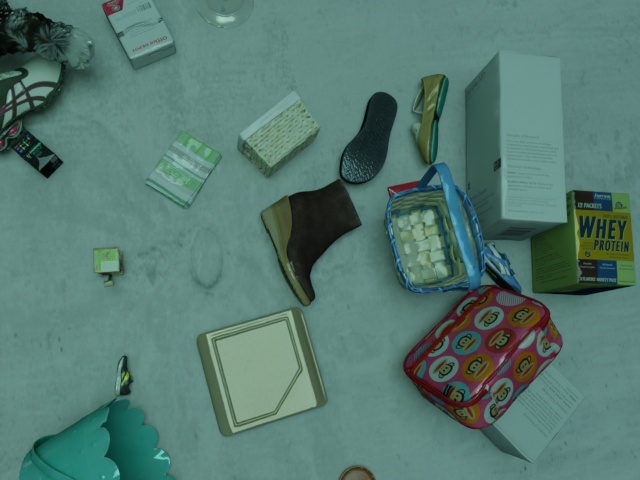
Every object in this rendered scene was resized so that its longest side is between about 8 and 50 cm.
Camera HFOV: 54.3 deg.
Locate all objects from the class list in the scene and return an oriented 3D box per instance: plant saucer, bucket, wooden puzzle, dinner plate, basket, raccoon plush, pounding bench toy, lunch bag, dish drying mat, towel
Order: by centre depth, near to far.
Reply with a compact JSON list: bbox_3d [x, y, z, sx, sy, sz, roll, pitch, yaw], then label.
[{"bbox_3d":[-0.402,0.449,1.151,0.183,0.281,0.281,-26,84,-4],"label":"bucket"},{"bbox_3d":[0.326,0.228,1.311,0.293,0.258,0.120,-42,118,-14],"label":"lunch bag"},{"bbox_3d":[0.245,-0.013,1.318,0.200,0.289,0.255,-12,84,-5],"label":"basket"},{"bbox_3d":[-0.447,0.061,1.319,0.052,0.065,0.084,-3,80,-10],"label":"pounding bench toy"},{"bbox_3d":[-0.714,-0.488,1.320,0.446,0.216,0.299,17,37,-29],"label":"raccoon plush"},{"bbox_3d":[0.079,0.525,1.334,0.083,0.013,0.084,2,79,-9],"label":"plant saucer"},{"bbox_3d":[-0.126,0.279,1.341,0.238,0.044,0.221,-16,82,-6],"label":"wooden puzzle"},{"bbox_3d":[-0.092,-0.234,1.403,0.167,0.113,0.103,-41,89,-13],"label":"basket"},{"bbox_3d":[-0.308,-0.161,1.404,0.113,0.023,0.152,32,76,-2],"label":"towel"},{"bbox_3d":[0.201,-0.120,1.477,0.083,0.008,0.032,-12,80,-10],"label":"dish drying mat"},{"bbox_3d":[-0.230,-0.579,1.499,0.141,0.017,0.141,1,81,-7],"label":"dinner plate"}]

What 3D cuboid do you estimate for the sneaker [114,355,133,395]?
[{"bbox_3d":[-0.409,0.283,1.304,0.035,0.031,0.084,8,82,-20],"label":"sneaker"}]

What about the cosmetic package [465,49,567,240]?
[{"bbox_3d":[0.438,-0.208,1.425,0.156,0.217,0.386,2,77,-8],"label":"cosmetic package"}]

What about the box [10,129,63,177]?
[{"bbox_3d":[-0.611,-0.185,1.344,0.083,0.062,0.052,39,78,1],"label":"box"}]

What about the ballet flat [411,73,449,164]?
[{"bbox_3d":[0.255,-0.289,1.495,0.073,0.080,0.233,7,74,22],"label":"ballet flat"}]

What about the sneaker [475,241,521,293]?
[{"bbox_3d":[0.423,0.064,1.452,0.059,0.053,0.144,-40,88,-15],"label":"sneaker"}]

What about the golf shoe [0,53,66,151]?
[{"bbox_3d":[-0.650,-0.317,1.322,0.105,0.120,0.273,21,72,31],"label":"golf shoe"}]

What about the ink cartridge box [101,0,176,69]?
[{"bbox_3d":[-0.414,-0.484,1.429,0.109,0.063,0.151,-27,85,-12],"label":"ink cartridge box"}]

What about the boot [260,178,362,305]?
[{"bbox_3d":[0.000,0.000,1.382,0.206,0.090,0.249,-20,79,-9],"label":"boot"}]

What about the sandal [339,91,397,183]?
[{"bbox_3d":[0.117,-0.233,1.471,0.097,0.054,0.255,30,67,-9],"label":"sandal"}]

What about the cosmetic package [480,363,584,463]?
[{"bbox_3d":[0.427,0.350,1.348,0.151,0.151,0.184,44,77,1],"label":"cosmetic package"}]

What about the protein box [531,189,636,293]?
[{"bbox_3d":[0.585,0.012,1.410,0.135,0.200,0.201,3,78,-8],"label":"protein box"}]
